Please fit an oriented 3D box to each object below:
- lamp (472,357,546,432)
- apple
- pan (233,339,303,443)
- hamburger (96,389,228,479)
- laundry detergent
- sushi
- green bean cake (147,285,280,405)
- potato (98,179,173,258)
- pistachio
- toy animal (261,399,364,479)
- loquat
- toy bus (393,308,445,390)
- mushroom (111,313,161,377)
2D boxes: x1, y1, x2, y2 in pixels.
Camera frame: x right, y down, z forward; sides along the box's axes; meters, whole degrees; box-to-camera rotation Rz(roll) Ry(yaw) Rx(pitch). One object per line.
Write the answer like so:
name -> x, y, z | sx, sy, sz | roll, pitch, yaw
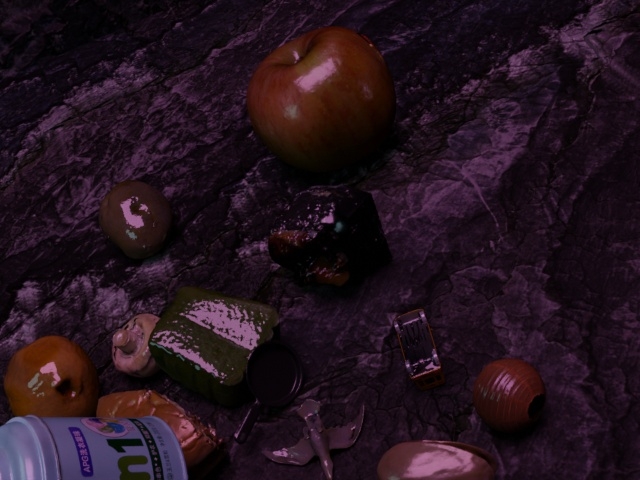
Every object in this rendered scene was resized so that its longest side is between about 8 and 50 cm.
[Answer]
lamp -> 0.345, 0.283, 1.658 | 0.136, 0.136, 0.136 | -11, 42, 10
apple -> 0.012, -0.357, 2.358 | 0.400, 0.333, 0.400 | -27, 27, 15
pan -> -0.118, 0.310, 1.835 | 0.028, 0.136, 0.235 | -23, 30, 52
hamburger -> -0.324, 0.393, 1.801 | 0.282, 0.155, 0.245 | -19, 50, 15
laundry detergent -> -0.426, 0.442, 1.542 | 0.287, 0.305, 0.287 | -14, 72, 49
sushi -> -0.001, 0.000, 2.042 | 0.227, 0.215, 0.212 | 20, 55, 36
green bean cake -> -0.229, 0.213, 1.939 | 0.248, 0.125, 0.222 | 24, 56, 15
potato -> -0.477, -0.055, 2.348 | 0.178, 0.160, 0.235 | -38, 53, 16
pistachio -> 0.203, 0.407, 1.579 | 0.206, 0.131, 0.129 | -12, 15, 13
toy animal -> -0.009, 0.388, 1.718 | 0.219, 0.095, 0.155 | -20, 37, 2
loquat -> -0.565, 0.315, 1.927 | 0.238, 0.238, 0.193 | 23, 40, 39
toy bus -> 0.202, 0.219, 1.830 | 0.070, 0.074, 0.162 | -22, 42, 10
mushroom -> -0.408, 0.233, 2.026 | 0.154, 0.122, 0.154 | -21, 54, 32
